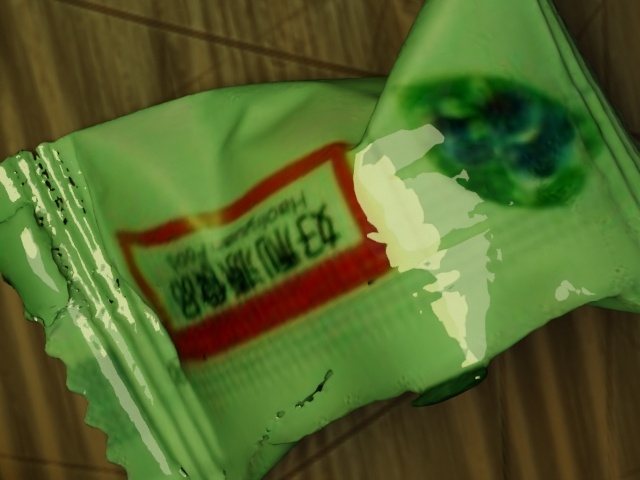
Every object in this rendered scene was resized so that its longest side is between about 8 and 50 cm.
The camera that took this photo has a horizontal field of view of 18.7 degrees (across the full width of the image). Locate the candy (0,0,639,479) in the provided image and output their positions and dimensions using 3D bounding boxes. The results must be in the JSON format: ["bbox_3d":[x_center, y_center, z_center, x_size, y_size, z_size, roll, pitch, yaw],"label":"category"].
[{"bbox_3d":[0.002,-0.001,1.153,0.398,0.172,0.263,-25,85,22],"label":"candy"}]
